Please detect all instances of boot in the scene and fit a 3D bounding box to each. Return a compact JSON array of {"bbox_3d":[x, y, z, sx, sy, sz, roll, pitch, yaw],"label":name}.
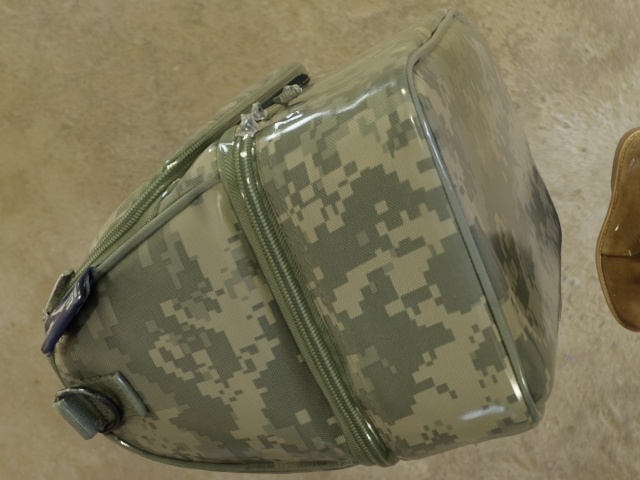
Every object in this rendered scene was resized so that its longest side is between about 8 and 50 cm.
[{"bbox_3d":[0.463,-0.003,1.085,0.112,0.115,0.305,-3,104,2],"label":"boot"}]

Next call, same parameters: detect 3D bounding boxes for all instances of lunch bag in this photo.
[{"bbox_3d":[0.000,0.000,0.494,0.256,0.305,0.212,-21,106,24],"label":"lunch bag"}]
